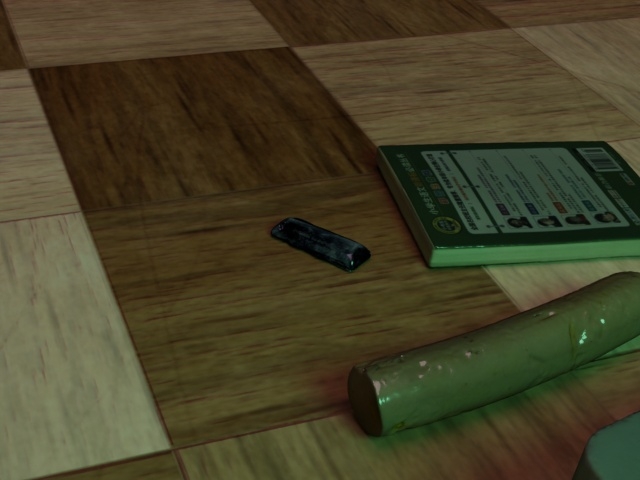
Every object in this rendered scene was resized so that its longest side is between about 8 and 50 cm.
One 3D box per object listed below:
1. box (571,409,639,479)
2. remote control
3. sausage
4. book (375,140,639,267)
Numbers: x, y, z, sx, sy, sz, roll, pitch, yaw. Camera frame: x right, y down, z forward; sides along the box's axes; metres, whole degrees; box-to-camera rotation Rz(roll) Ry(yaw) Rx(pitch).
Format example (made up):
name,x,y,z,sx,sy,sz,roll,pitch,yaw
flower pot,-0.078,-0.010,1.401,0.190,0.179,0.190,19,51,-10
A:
name,x,y,z,sx,sy,sz,roll,pitch,yaw
box,0.377,0.198,0.625,0.373,0.090,0.367,-13,32,-39
remote control,0.000,0.000,0.987,0.096,0.014,0.039,23,38,27
sausage,0.158,0.085,0.837,0.301,0.066,0.066,-17,39,-27
book,0.207,-0.044,1.070,0.264,0.027,0.202,-3,35,-13
